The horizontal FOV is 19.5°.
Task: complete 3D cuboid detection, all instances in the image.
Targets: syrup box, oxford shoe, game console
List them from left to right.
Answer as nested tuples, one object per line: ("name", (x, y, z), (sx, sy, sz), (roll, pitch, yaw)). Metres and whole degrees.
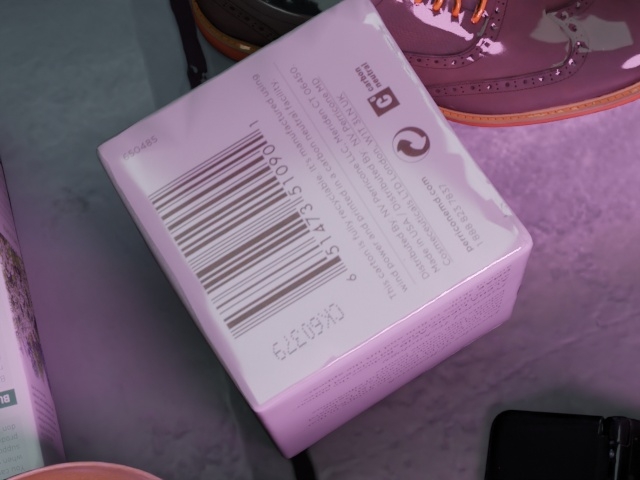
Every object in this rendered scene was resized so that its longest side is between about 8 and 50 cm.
("syrup box", (-0.201, 0.044, 0.977), (0.096, 0.093, 0.237), (-13, 77, -1))
("oxford shoe", (0.059, -0.123, 1.003), (0.271, 0.098, 0.097), (6, 78, 3))
("game console", (0.146, 0.157, 0.981), (0.107, 0.071, 0.122), (14, 77, -26))

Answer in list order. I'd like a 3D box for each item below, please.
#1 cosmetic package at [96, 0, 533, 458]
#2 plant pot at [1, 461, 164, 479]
("cosmetic package", (0.000, 0.000, 0.933), (0.151, 0.184, 0.151), (-31, 78, -4))
("plant pot", (-0.137, 0.219, 0.900), (0.032, 0.236, 0.236), (11, 73, 48))
